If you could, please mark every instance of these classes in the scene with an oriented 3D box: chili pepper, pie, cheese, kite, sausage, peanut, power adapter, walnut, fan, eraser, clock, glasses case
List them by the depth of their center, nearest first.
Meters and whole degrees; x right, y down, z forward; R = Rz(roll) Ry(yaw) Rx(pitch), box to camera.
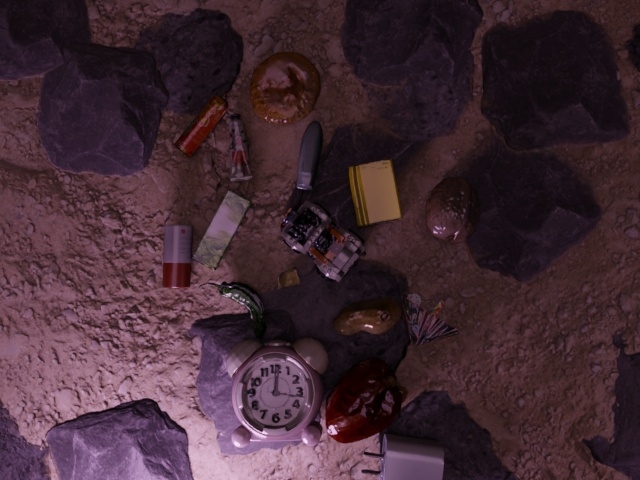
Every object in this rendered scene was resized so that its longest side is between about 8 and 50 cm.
[{"bbox_3d":[0.141,0.526,1.463,0.269,0.244,0.222,-35,47,7],"label":"walnut"},{"bbox_3d":[0.263,0.740,1.470,0.254,0.124,0.187,7,86,3],"label":"power adapter"},{"bbox_3d":[-0.139,0.486,1.485,0.341,0.184,0.326,-3,82,-2],"label":"clock"},{"bbox_3d":[0.437,-0.107,1.491,0.177,0.178,0.231,16,76,4],"label":"walnut"},{"bbox_3d":[0.155,0.261,1.510,0.236,0.110,0.120,-16,95,4],"label":"peanut"},{"bbox_3d":[0.360,0.276,1.543,0.241,0.014,0.183,36,90,4],"label":"kite"},{"bbox_3d":[0.186,-0.160,1.552,0.157,0.069,0.226,-10,86,0],"label":"eraser"},{"bbox_3d":[0.336,0.210,1.554,0.083,0.004,0.056,3,87,3],"label":"fan"},{"bbox_3d":[-0.275,0.210,1.560,0.279,0.065,0.122,42,86,1],"label":"chili pepper"},{"bbox_3d":[-0.117,0.133,1.567,0.083,0.041,0.060,-18,93,-13],"label":"cheese"},{"bbox_3d":[-0.342,-0.037,1.580,0.095,0.062,0.272,29,89,-4],"label":"glasses case"},{"bbox_3d":[-0.124,-0.535,1.592,0.273,0.069,0.274,0,91,2],"label":"pie"},{"bbox_3d":[-0.414,-0.416,1.601,0.083,0.083,0.264,38,88,5],"label":"sausage"}]

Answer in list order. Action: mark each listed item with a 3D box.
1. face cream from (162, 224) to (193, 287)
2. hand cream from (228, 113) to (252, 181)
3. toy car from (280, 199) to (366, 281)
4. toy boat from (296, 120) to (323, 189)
[{"bbox_3d":[-0.495,0.054,1.566,0.095,0.096,0.215,1,87,3],"label":"face cream"},{"bbox_3d":[-0.292,-0.329,1.605,0.080,0.050,0.234,-5,93,-1],"label":"hand cream"},{"bbox_3d":[-0.001,-0.001,1.533,0.301,0.118,0.193,40,92,6],"label":"toy car"},{"bbox_3d":[-0.036,-0.299,1.574,0.078,0.085,0.261,7,76,4],"label":"toy boat"}]
